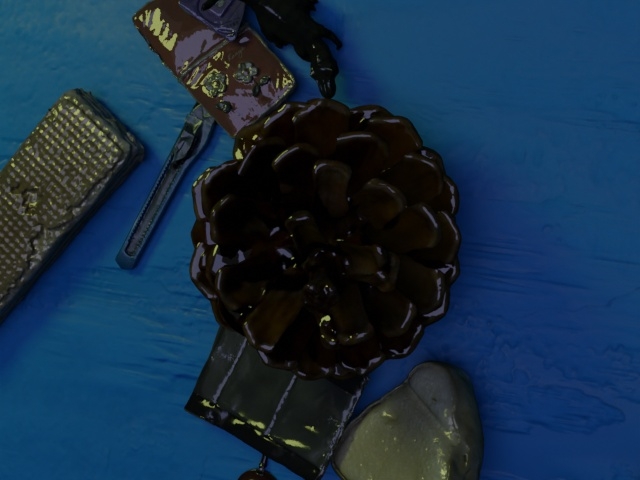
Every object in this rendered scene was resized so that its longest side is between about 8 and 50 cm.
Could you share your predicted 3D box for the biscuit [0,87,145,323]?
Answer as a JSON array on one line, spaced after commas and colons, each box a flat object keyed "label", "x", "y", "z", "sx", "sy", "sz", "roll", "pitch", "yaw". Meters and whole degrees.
[{"label": "biscuit", "x": -0.427, "y": -0.018, "z": 1.583, "sx": 0.144, "sy": 0.078, "sz": 0.426, "roll": 43, "pitch": 104, "yaw": 7}]

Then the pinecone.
[{"label": "pinecone", "x": 0.000, "y": 0.000, "z": 1.327, "sx": 0.384, "sy": 0.384, "sz": 0.384, "roll": 1, "pitch": 95, "yaw": 15}]

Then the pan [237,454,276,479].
[{"label": "pan", "x": -0.086, "y": 0.333, "z": 1.546, "sx": 0.068, "sy": 0.023, "sz": 0.115, "roll": 12, "pitch": 98, "yaw": 15}]

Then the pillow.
[{"label": "pillow", "x": -0.144, "y": -0.253, "z": 1.499, "sx": 0.126, "sy": 0.043, "sz": 0.232, "roll": -41, "pitch": 81, "yaw": 1}]

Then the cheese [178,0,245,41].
[{"label": "cheese", "x": -0.099, "y": -0.364, "z": 1.474, "sx": 0.105, "sy": 0.042, "sz": 0.191, "roll": 34, "pitch": 92, "yaw": 8}]

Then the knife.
[{"label": "knife", "x": -0.209, "y": -0.084, "z": 1.546, "sx": 0.044, "sy": 0.026, "sz": 0.296, "roll": 29, "pitch": 101, "yaw": -1}]

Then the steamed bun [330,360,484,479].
[{"label": "steamed bun", "x": 0.143, "y": 0.268, "z": 1.429, "sx": 0.231, "sy": 0.110, "sz": 0.212, "roll": 34, "pitch": 96, "yaw": 46}]

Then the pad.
[{"label": "pad", "x": -0.062, "y": 0.205, "z": 1.503, "sx": 0.233, "sy": 0.022, "sz": 0.174, "roll": 24, "pitch": 91, "yaw": 24}]

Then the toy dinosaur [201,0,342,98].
[{"label": "toy dinosaur", "x": -0.040, "y": -0.270, "z": 1.407, "sx": 0.187, "sy": 0.179, "sz": 0.087, "roll": 41, "pitch": 104, "yaw": 6}]
